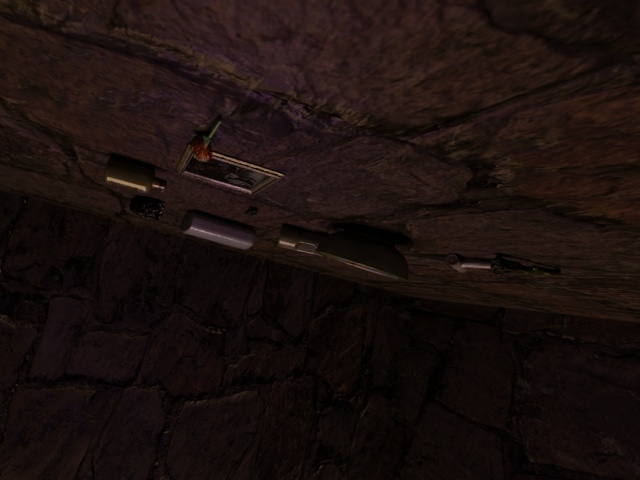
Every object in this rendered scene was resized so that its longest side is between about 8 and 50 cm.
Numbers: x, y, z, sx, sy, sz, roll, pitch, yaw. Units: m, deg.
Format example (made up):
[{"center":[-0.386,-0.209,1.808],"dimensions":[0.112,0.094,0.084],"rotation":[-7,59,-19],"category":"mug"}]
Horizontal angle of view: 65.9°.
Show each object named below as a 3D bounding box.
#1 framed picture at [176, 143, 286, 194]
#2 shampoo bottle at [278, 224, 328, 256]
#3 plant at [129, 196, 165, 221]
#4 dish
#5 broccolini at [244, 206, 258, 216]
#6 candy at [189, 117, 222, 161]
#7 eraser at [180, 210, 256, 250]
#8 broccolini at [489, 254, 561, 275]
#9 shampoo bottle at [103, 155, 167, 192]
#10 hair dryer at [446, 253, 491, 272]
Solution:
[{"center":[-0.237,-0.166,1.241],"dimensions":[0.233,0.019,0.296],"rotation":[15,172,-19],"category":"framed picture"},{"center":[-0.040,0.008,1.901],"dimensions":[0.234,0.087,0.118],"rotation":[13,173,-1],"category":"shampoo bottle"},{"center":[-0.703,-0.131,2.002],"dimensions":[0.143,0.092,0.094],"rotation":[16,166,20],"category":"plant"},{"center":[0.154,0.031,1.664],"dimensions":[0.324,0.124,0.324],"rotation":[18,176,1],"category":"dish"},{"center":[-0.248,-0.099,1.719],"dimensions":[0.035,0.030,0.140],"rotation":[25,173,-21],"category":"broccolini"},{"center":[-0.211,-0.195,0.934],"dimensions":[0.055,0.049,0.185],"rotation":[59,155,-6],"category":"candy"},{"center":[-0.443,-0.040,2.149],"dimensions":[0.290,0.104,0.189],"rotation":[17,175,-27],"category":"eraser"},{"center":[0.630,0.084,1.530],"dimensions":[0.216,0.067,0.058],"rotation":[5,176,-8],"category":"broccolini"},{"center":[-0.513,-0.177,1.382],"dimensions":[0.162,0.079,0.079],"rotation":[15,172,-17],"category":"shampoo bottle"},{"center":[0.546,0.087,1.709],"dimensions":[0.183,0.044,0.155],"rotation":[5,171,29],"category":"hair dryer"}]
